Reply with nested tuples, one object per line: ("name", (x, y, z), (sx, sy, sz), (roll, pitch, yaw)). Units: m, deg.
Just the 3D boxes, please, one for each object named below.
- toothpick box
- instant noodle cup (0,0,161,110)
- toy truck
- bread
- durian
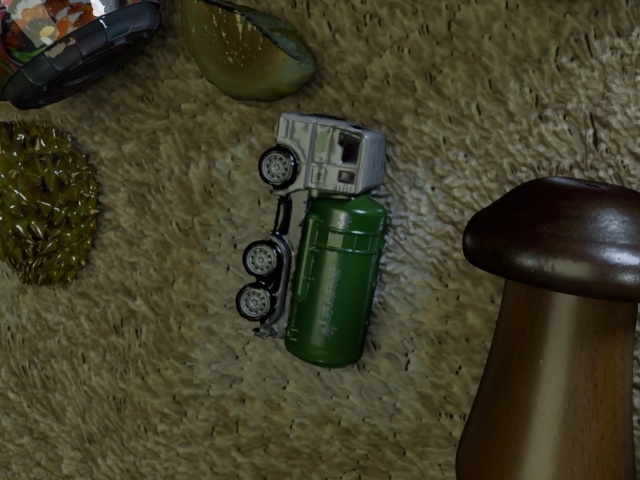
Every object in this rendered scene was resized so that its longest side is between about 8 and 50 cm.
("toothpick box", (0.206, 0.094, 0.812), (0.192, 0.192, 0.294), (9, 101, 21))
("instant noodle cup", (-0.279, -0.249, 0.974), (0.181, 0.258, 0.302), (57, 154, -5))
("toy truck", (0.000, 0.000, 0.934), (0.125, 0.101, 0.242), (11, 99, 17))
("bread", (-0.072, -0.186, 0.963), (0.157, 0.083, 0.094), (20, 102, 22))
("durian", (-0.331, -0.050, 1.073), (0.132, 0.165, 0.182), (-30, 50, 59))
